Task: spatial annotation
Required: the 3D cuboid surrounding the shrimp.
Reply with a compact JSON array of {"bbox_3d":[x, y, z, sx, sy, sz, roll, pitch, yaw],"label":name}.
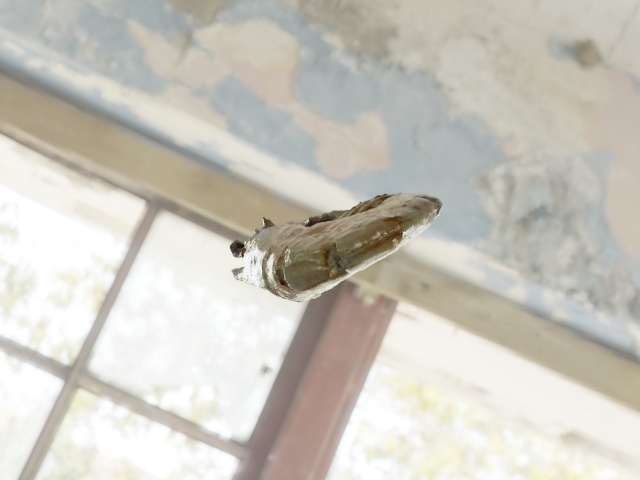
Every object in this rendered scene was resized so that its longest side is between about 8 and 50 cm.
[{"bbox_3d":[0.000,0.001,1.194,0.294,0.154,0.062,0,-65,65],"label":"shrimp"}]
